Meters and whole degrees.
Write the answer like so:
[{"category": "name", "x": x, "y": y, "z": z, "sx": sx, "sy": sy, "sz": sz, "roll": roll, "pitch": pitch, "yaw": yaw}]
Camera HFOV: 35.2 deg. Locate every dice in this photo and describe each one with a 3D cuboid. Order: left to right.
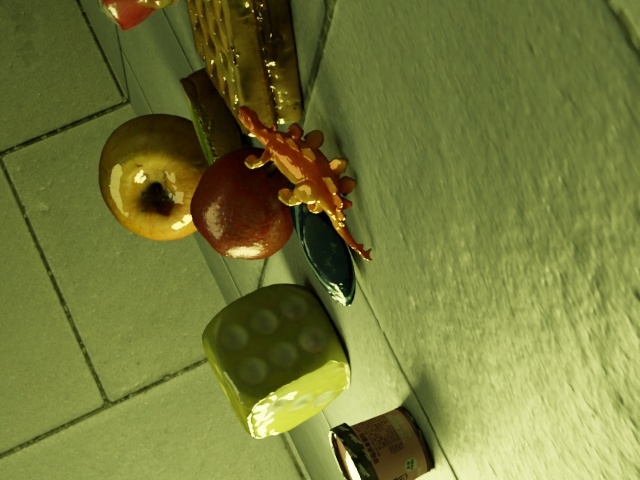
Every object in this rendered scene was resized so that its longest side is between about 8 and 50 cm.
[{"category": "dice", "x": -0.089, "y": 0.238, "z": 2.030, "sx": 0.227, "sy": 0.238, "sz": 0.233, "roll": 58, "pitch": 165, "yaw": 25}]

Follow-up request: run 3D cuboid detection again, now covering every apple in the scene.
[{"category": "apple", "x": -0.354, "y": -0.151, "z": 2.303, "sx": 0.275, "sy": 0.299, "sz": 0.299, "roll": -58, "pitch": -52, "yaw": -71}]

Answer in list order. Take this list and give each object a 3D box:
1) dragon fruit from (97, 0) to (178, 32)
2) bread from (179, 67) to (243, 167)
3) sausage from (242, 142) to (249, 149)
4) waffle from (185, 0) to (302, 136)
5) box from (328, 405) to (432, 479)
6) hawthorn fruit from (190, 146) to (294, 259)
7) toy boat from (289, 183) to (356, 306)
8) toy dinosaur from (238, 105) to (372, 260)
[{"category": "dragon fruit", "x": -0.347, "y": -0.527, "z": 1.810, "sx": 0.291, "sy": 0.189, "sz": 0.290, "roll": 62, "pitch": 176, "yaw": 8}, {"category": "bread", "x": -0.212, "y": -0.224, "z": 2.015, "sx": 0.236, "sy": 0.070, "sz": 0.236, "roll": 160, "pitch": 90, "yaw": -82}, {"category": "sausage", "x": -0.144, "y": -0.162, "z": 2.012, "sx": 0.015, "sy": 0.015, "sz": 0.100, "roll": 58, "pitch": 165, "yaw": 32}, {"category": "waffle", "x": -0.119, "y": -0.324, "z": 1.420, "sx": 0.224, "sy": 0.098, "sz": 0.328, "roll": 55, "pitch": 163, "yaw": 34}, {"category": "box", "x": 0.104, "y": 0.360, "z": 1.698, "sx": 0.151, "sy": 0.135, "sz": 0.151, "roll": 58, "pitch": 162, "yaw": 31}, {"category": "hawthorn fruit", "x": -0.115, "y": -0.076, "z": 1.734, "sx": 0.197, "sy": 0.196, "sz": 0.225, "roll": 60, "pitch": 136, "yaw": 24}, {"category": "toy boat", "x": 0.000, "y": 0.000, "z": 1.680, "sx": 0.291, "sy": 0.067, "sz": 0.221, "roll": -132, "pitch": 18, "yaw": -87}, {"category": "toy dinosaur", "x": -0.007, "y": -0.088, "z": 1.416, "sx": 0.288, "sy": 0.070, "sz": 0.117, "roll": 47, "pitch": 140, "yaw": -4}]
